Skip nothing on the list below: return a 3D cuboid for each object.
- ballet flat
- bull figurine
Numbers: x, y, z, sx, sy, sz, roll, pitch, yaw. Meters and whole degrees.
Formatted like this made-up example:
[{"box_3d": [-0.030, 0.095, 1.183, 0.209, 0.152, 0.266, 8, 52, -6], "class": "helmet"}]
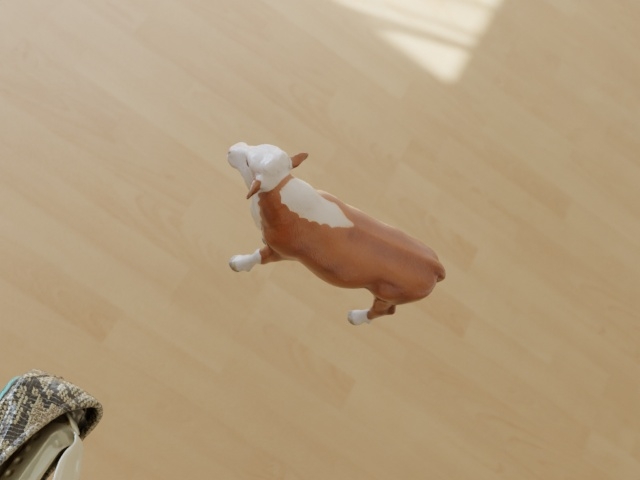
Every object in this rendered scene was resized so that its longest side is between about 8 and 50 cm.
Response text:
[{"box_3d": [-0.449, 0.371, 1.112, 0.182, 0.164, 0.483, 14, 42, 15], "class": "ballet flat"}, {"box_3d": [0.000, 0.000, 1.021, 0.310, 0.188, 0.101, 30, 58, -16], "class": "bull figurine"}]
